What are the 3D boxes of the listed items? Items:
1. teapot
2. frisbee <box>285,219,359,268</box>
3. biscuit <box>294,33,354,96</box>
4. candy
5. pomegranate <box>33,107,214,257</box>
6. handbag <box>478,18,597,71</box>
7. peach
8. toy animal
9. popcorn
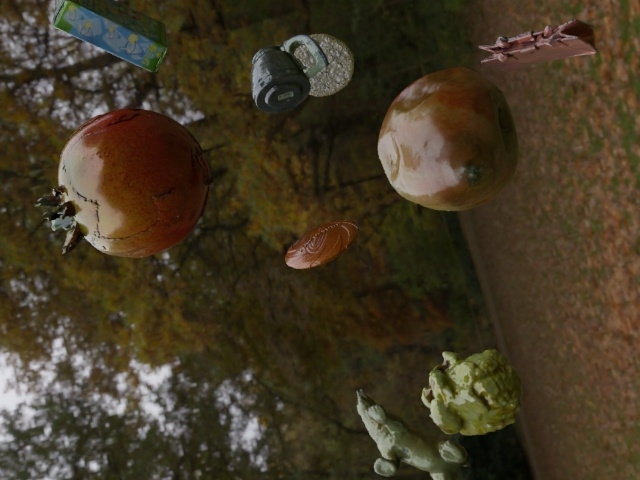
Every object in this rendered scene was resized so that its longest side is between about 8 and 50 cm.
[{"bbox_3d":[-0.074,-0.320,1.574,0.111,0.149,0.108,0,-123,-41],"label":"teapot"},{"bbox_3d":[0.000,0.000,1.988,0.192,0.192,0.035,-89,-24,-64],"label":"frisbee"},{"bbox_3d":[0.001,-0.391,1.884,0.020,0.152,0.152,-89,-18,-57],"label":"biscuit"},{"bbox_3d":[-0.369,-0.379,1.490,0.194,0.062,0.097,21,-147,-28],"label":"candy"},{"bbox_3d":[-0.264,-0.071,1.147,0.210,0.235,0.210,56,168,18],"label":"pomegranate"},{"bbox_3d":[0.461,-0.409,1.785,0.157,0.212,0.059,-7,-91,-55],"label":"handbag"},{"bbox_3d":[0.195,-0.135,1.246,0.235,0.214,0.214,-89,-18,-62],"label":"peach"},{"bbox_3d":[0.137,0.310,1.294,0.103,0.219,0.101,-67,-10,13],"label":"toy animal"},{"bbox_3d":[0.365,0.354,1.985,0.256,0.255,0.195,127,141,-63],"label":"popcorn"}]
